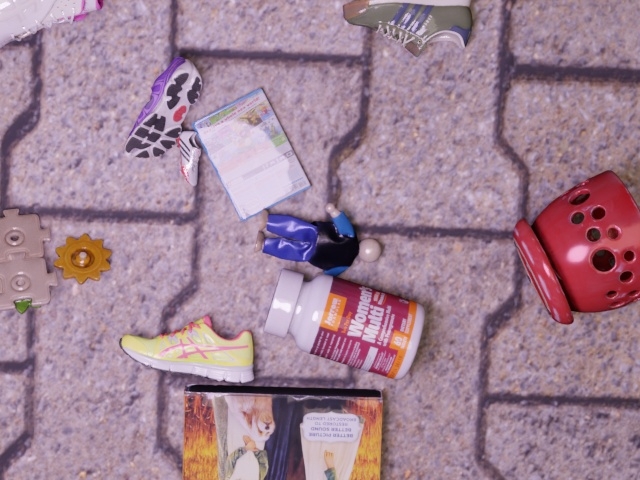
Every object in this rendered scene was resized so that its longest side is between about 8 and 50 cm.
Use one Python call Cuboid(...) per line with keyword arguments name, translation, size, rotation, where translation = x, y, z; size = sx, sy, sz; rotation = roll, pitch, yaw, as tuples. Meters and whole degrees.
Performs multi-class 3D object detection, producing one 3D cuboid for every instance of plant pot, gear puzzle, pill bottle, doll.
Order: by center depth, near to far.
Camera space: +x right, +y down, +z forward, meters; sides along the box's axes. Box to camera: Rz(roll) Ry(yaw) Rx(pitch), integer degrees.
Cuboid(name="plant pot", translation=(0.384, 0.017, 1.603), size=(0.174, 0.191, 0.191), rotation=(-25, 95, 5))
Cuboid(name="gear puzzle", translation=(-0.480, 0.040, 1.643), size=(0.338, 0.044, 0.175), rotation=(-8, 59, -15))
Cuboid(name="pill bottle", translation=(0.034, 0.120, 1.644), size=(0.221, 0.121, 0.121), rotation=(17, 95, -2))
Cuboid(name="doll", translation=(0.000, 0.000, 1.666), size=(0.189, 0.046, 0.129), rotation=(12, 114, -4))

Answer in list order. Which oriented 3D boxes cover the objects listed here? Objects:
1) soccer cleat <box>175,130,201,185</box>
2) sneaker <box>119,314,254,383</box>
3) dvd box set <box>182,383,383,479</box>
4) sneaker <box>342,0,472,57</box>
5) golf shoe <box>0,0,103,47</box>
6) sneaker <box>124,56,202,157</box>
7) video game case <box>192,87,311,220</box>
Cuboid(name="soccer cleat", translation=(-0.193, -0.124, 1.662), size=(0.035, 0.029, 0.083), rotation=(-10, 91, 27))
Cuboid(name="sneaker", translation=(-0.198, 0.156, 1.674), size=(0.208, 0.081, 0.094), rotation=(10, 88, -8))
Cuboid(name="dvd box set", translation=(-0.063, 0.435, 1.704), size=(0.307, 0.062, 0.421), rotation=(3, 95, 0))
Cuboid(name="sneaker", translation=(0.131, -0.312, 1.629), size=(0.192, 0.064, 0.086), rotation=(-4, 91, -3))
Cuboid(name="golf shoe", translation=(-0.403, -0.348, 1.603), size=(0.140, 0.115, 0.306), rotation=(41, 96, -9))
Cuboid(name="sneaker", translation=(-0.233, -0.196, 1.648), size=(0.068, 0.071, 0.170), rotation=(24, 112, -37))
Cuboid(name="video game case", translation=(-0.104, -0.129, 1.672), size=(0.119, 0.015, 0.166), rotation=(-27, 95, 3))
